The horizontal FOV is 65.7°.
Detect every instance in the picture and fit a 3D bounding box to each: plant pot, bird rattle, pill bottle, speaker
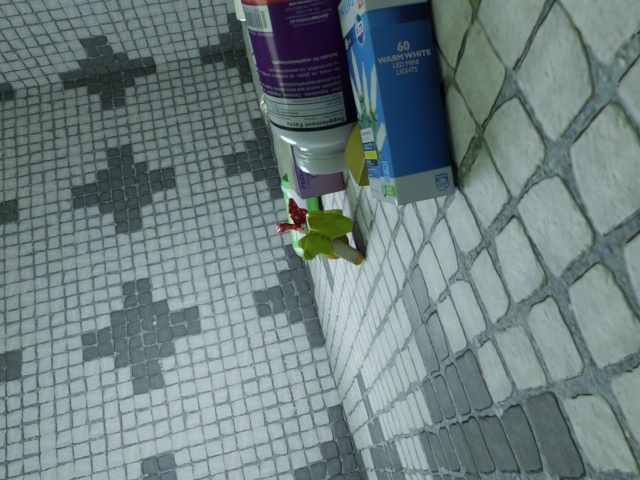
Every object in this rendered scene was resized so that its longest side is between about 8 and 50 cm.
[{"bbox_3d":[0.088,-0.140,0.741,0.083,0.081,0.081,99,160,-44],"label":"plant pot"},{"bbox_3d":[0.000,0.000,1.244,0.143,0.207,0.253,-62,23,-7],"label":"bird rattle"},{"bbox_3d":[-0.008,-0.275,0.776,0.181,0.182,0.323,-113,9,-54],"label":"pill bottle"},{"bbox_3d":[-0.057,-0.093,1.739,0.131,0.131,0.296,-116,14,-59],"label":"speaker"}]

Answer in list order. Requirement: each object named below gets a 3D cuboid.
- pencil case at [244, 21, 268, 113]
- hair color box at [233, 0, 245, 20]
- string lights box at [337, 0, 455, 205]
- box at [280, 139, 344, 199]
[{"bbox_3d":[-0.103,-0.495,1.126,0.160,0.184,0.410,-11,91,52],"label":"pencil case"},{"bbox_3d":[-0.074,-0.546,0.797,0.174,0.105,0.347,17,132,29],"label":"hair color box"},{"bbox_3d":[0.092,-0.182,0.620,0.133,0.077,0.259,-133,31,-78],"label":"string lights box"},{"bbox_3d":[-0.034,-0.243,1.323,0.243,0.117,0.213,-123,22,-72],"label":"box"}]
